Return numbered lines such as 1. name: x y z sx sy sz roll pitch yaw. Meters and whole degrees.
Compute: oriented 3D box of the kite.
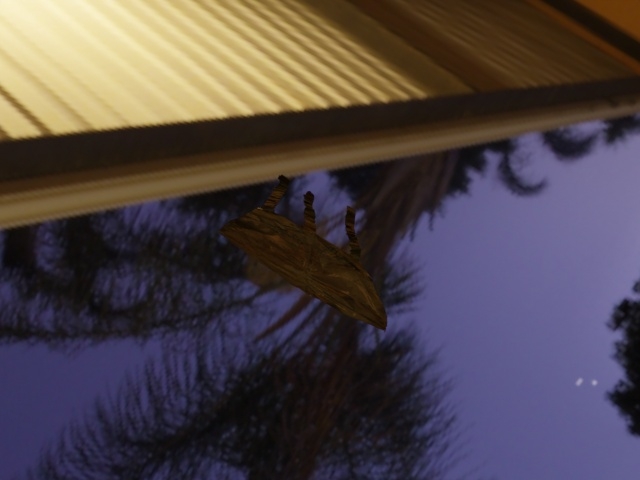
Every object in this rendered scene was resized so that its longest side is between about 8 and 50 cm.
1. kite: -0.001 0.002 1.041 0.169 0.015 0.310 31 -163 -3
